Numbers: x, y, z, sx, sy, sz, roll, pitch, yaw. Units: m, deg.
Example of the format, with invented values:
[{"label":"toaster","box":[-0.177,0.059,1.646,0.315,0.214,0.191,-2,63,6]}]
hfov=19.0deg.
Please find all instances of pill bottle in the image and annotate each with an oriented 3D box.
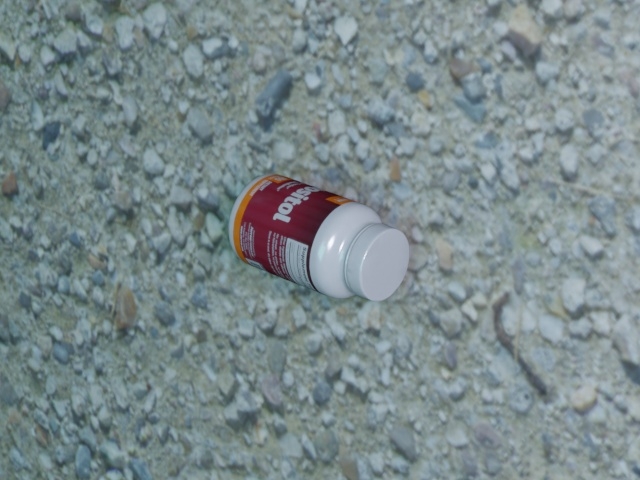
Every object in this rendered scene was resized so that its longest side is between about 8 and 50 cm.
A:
[{"label":"pill bottle","box":[0.000,0.000,1.652,0.152,0.086,0.086,20,112,38]}]
